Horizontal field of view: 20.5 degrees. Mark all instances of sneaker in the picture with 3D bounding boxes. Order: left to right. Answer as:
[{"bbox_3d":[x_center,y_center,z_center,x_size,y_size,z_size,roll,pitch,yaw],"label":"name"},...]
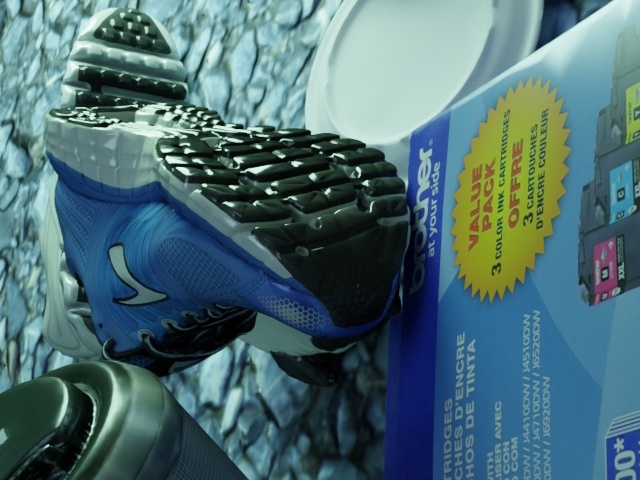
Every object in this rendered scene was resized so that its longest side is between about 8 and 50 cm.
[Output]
[{"bbox_3d":[-0.176,-0.046,1.402,0.118,0.110,0.292,-28,53,56],"label":"sneaker"},{"bbox_3d":[-0.056,0.010,1.000,0.330,0.129,0.147,21,115,59],"label":"sneaker"}]

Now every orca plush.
[{"bbox_3d":[0.000,0.000,1.130,0.102,0.151,0.287,-42,-1,-22],"label":"orca plush"}]

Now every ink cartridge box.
[{"bbox_3d":[0.157,0.043,0.815,0.395,0.151,0.270,146,131,-61],"label":"ink cartridge box"}]

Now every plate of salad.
[{"bbox_3d":[0.069,-0.116,1.137,0.199,0.048,0.200,-25,51,35],"label":"plate of salad"}]

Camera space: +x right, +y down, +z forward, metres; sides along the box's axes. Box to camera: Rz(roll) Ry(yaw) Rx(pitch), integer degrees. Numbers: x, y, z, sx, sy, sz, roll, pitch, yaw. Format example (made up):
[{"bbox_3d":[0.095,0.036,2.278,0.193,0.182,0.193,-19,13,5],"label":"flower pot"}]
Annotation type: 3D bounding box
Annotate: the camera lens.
[{"bbox_3d":[-0.107,0.220,0.979,0.219,0.274,0.219,-33,22,15],"label":"camera lens"}]
